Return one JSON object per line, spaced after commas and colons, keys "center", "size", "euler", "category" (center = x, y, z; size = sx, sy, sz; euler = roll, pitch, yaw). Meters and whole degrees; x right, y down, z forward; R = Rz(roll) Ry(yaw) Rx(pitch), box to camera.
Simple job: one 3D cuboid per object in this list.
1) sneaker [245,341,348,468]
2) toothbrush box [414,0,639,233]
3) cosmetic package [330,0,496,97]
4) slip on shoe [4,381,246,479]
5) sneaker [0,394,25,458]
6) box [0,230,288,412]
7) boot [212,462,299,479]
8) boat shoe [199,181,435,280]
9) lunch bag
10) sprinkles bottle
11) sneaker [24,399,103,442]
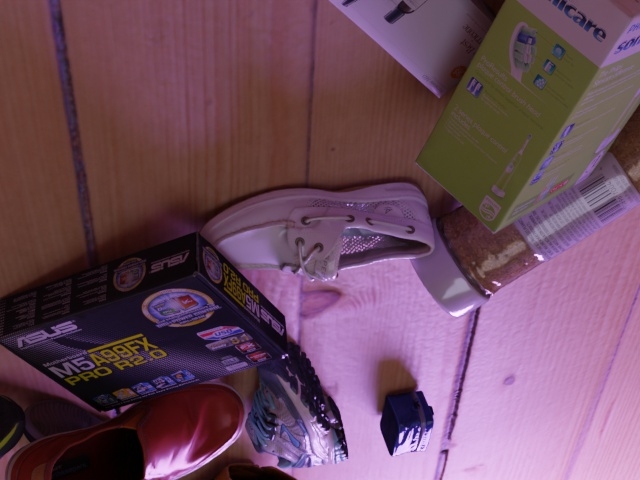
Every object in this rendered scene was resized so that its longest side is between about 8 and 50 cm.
{"center": [-0.049, 0.243, 1.682], "size": [0.122, 0.110, 0.283], "euler": [-19, 141, 5], "category": "sneaker"}
{"center": [0.248, -0.170, 1.246], "size": [0.206, 0.122, 0.283], "euler": [-28, 156, -43], "category": "toothbrush box"}
{"center": [0.082, -0.239, 1.207], "size": [0.099, 0.060, 0.239], "euler": [-36, 138, 21], "category": "cosmetic package"}
{"center": [-0.227, 0.263, 1.555], "size": [0.331, 0.123, 0.101], "euler": [-14, -173, -36], "category": "slip on shoe"}
{"center": [-0.467, 0.286, 1.575], "size": [0.300, 0.111, 0.121], "euler": [-35, 149, 27], "category": "sneaker"}
{"center": [-0.204, 0.103, 1.446], "size": [0.270, 0.060, 0.216], "euler": [-18, 144, 18], "category": "box"}
{"center": [-0.083, 0.441, 1.902], "size": [0.295, 0.104, 0.211], "euler": [25, 124, -36], "category": "boot"}
{"center": [0.000, 0.000, 1.423], "size": [0.277, 0.096, 0.098], "euler": [-10, 143, -10], "category": "boat shoe"}
{"center": [0.131, 0.265, 1.812], "size": [0.065, 0.067, 0.098], "euler": [-7, 138, -16], "category": "lunch bag"}
{"center": [0.276, -0.047, 1.465], "size": [0.355, 0.121, 0.121], "euler": [-34, 139, 16], "category": "sprinkles bottle"}
{"center": [-0.331, 0.289, 1.637], "size": [0.118, 0.083, 0.222], "euler": [-33, 137, 23], "category": "sneaker"}
